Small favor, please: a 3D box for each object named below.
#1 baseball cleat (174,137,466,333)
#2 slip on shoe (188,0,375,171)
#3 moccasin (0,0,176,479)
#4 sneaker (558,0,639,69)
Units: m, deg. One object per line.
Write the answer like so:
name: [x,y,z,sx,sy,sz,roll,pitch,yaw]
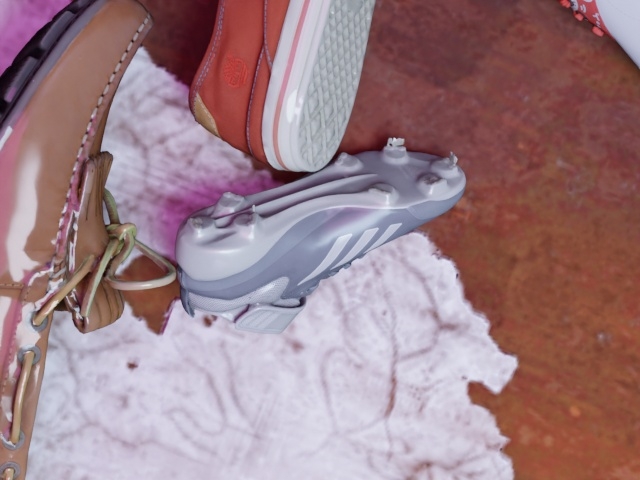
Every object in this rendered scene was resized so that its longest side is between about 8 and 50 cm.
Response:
baseball cleat: [0.000,0.000,0.786,0.206,0.072,0.109,-13,131,-17]
slip on shoe: [-0.009,-0.211,0.754,0.101,0.123,0.331,14,88,22]
moccasin: [-0.181,0.025,0.739,0.147,0.139,0.380,20,81,-20]
sneaker: [0.158,-0.199,0.774,0.145,0.090,0.270,-12,120,31]
